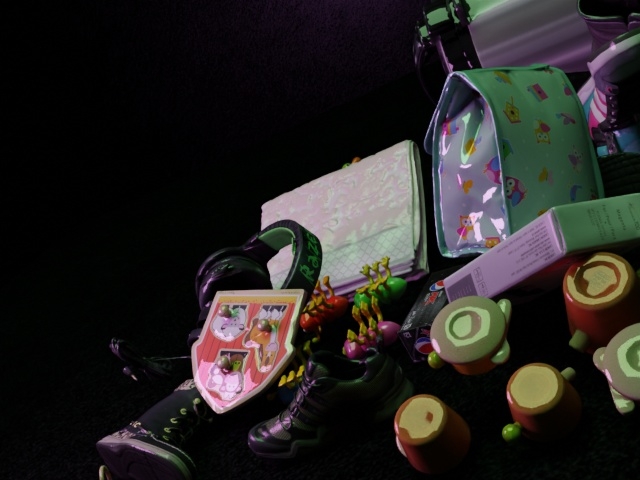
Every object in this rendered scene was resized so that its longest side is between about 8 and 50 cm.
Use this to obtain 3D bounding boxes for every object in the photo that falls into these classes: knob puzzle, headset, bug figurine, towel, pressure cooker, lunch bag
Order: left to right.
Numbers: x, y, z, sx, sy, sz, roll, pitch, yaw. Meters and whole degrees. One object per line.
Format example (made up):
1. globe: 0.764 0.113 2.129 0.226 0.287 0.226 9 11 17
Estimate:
1. headset: -0.165 0.109 1.526 0.394 0.185 0.243 -42 28 28
2. knob puzzle: -0.119 0.155 1.355 0.213 0.030 0.213 -19 51 25
3. towel: 0.031 -0.013 1.684 0.331 0.053 0.317 -22 42 22
4. bug figurine: 0.029 0.135 1.396 0.216 0.072 0.279 -29 19 23
5. lunch bag: 0.271 -0.116 1.320 0.223 0.262 0.160 -9 2 -36
6. pressure cooker: 0.400 -0.382 1.876 0.420 0.370 0.375 -19 14 18

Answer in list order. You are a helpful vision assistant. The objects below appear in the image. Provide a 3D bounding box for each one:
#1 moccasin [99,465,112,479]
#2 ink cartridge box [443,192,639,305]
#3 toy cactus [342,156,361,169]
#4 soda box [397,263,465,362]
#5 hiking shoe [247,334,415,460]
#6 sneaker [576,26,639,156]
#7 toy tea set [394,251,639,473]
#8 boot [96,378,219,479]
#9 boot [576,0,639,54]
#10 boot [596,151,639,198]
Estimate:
1. moccasin: -0.227 0.341 1.055 0.380 0.139 0.147 -20 16 26
2. ink cartridge box: 0.315 0.015 1.157 0.238 0.060 0.275 -9 -16 -22
3. toy cactus: 0.039 -0.092 2.118 0.180 0.112 0.219 -39 5 46
4. soda box: 0.167 0.099 1.313 0.060 0.053 0.169 -18 19 31
5. hiking shoe: -0.001 0.193 1.185 0.226 0.114 0.086 -25 15 11
6. sneaker: 0.489 -0.202 1.487 0.123 0.179 0.295 -23 -15 1
7. toy tea set: 0.234 0.145 1.015 0.336 0.124 0.200 -20 46 16
8. boot: -0.200 0.270 1.342 0.178 0.085 0.236 -35 16 -33
9. boot: 0.589 -0.322 1.506 0.338 0.223 0.118 2 71 23
10. boot: 0.412 -0.098 1.492 0.246 0.084 0.161 -18 12 27
